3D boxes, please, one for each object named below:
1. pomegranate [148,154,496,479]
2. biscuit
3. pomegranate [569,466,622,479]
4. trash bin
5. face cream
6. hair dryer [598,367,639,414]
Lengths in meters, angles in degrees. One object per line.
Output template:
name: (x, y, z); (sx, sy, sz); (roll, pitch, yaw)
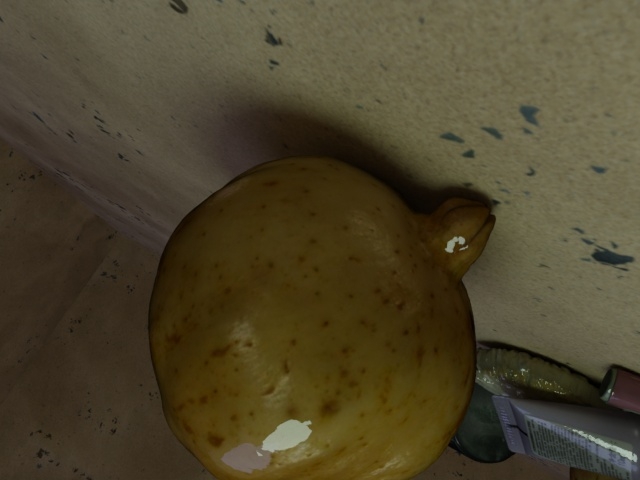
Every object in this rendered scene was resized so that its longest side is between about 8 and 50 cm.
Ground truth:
pomegranate: (0.012, 0.081, 0.549); (0.410, 0.410, 0.410); (28, 165, 8)
biscuit: (0.401, 0.269, 0.867); (0.281, 0.084, 0.179); (23, 160, 21)
pomegranate: (0.627, 0.510, 1.038); (0.191, 0.191, 0.191); (28, 165, 8)
trash bin: (0.334, 0.397, 1.190); (0.252, 0.203, 0.301); (50, 165, 0)
face cream: (0.422, 0.313, 0.763); (0.274, 0.096, 0.154); (-3, 127, 36)
hair dryer: (0.468, 0.232, 0.728); (0.106, 0.054, 0.154); (19, 172, 19)
